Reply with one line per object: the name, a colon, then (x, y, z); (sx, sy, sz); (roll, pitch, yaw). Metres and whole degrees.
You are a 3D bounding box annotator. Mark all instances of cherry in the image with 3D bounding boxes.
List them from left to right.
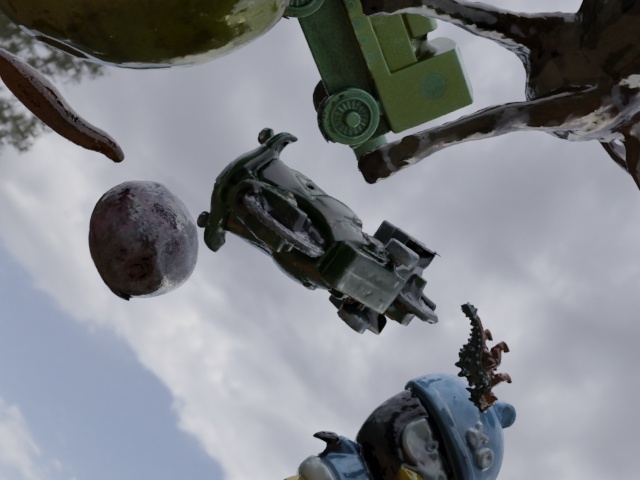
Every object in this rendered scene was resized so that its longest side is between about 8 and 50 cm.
cherry: (-0.283, 0.002, 1.471); (0.195, 0.195, 0.195); (33, -37, 30)

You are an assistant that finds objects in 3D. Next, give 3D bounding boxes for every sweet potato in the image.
sweet potato: (-0.405, -0.200, 1.397); (0.057, 0.057, 0.264); (4, -35, 51)

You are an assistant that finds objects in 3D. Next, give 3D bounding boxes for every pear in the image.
pear: (-0.166, -0.276, 0.805); (0.321, 0.269, 0.269); (8, -35, -10)

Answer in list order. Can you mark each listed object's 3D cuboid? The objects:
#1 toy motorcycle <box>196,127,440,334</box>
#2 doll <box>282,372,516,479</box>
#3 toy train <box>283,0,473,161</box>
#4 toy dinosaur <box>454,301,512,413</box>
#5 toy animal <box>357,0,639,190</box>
toy motorcycle: (0.000, 0.000, 0.838); (0.275, 0.124, 0.187); (32, 7, -45)
doll: (0.109, 0.271, 1.130); (0.141, 0.314, 0.177); (7, -62, 68)
toy train: (0.068, -0.326, 1.414); (0.160, 0.253, 0.397); (-103, 170, -69)
toy dinosaur: (0.176, 0.130, 1.020); (0.049, 0.055, 0.154); (-133, -156, -58)
toy animal: (0.139, -0.080, 0.389); (0.243, 0.260, 0.087); (-36, -114, 58)
